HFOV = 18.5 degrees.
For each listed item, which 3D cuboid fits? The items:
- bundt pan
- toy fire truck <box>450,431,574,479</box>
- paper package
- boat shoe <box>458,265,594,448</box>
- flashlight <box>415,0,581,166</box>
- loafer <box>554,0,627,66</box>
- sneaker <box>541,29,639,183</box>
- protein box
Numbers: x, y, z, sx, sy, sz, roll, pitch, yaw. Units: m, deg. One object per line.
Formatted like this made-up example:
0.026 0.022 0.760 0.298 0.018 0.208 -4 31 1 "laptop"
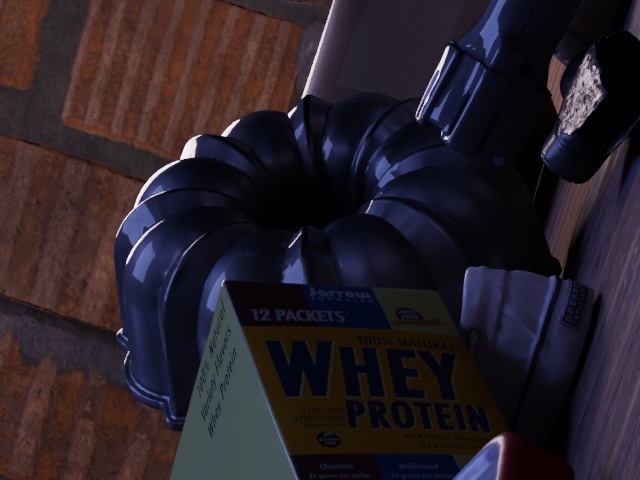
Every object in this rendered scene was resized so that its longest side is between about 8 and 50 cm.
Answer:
0.000 0.000 1.398 0.331 0.330 0.124 -70 -28 -53 "bundt pan"
0.011 0.241 0.825 0.254 0.169 0.302 -52 10 30 "toy fire truck"
0.088 -0.053 1.878 0.309 0.168 0.325 55 -131 -63 "paper package"
0.088 0.123 1.195 0.096 0.088 0.267 -71 -3 -46 "boat shoe"
0.164 -0.201 1.304 0.103 0.103 0.304 41 110 46 "flashlight"
0.220 -0.203 1.674 0.087 0.094 0.251 -48 13 11 "loafer"
0.180 -0.096 1.215 0.089 0.051 0.170 -61 1 38 "sneaker"
0.010 0.161 1.082 0.201 0.136 0.200 -115 34 -51 "protein box"
